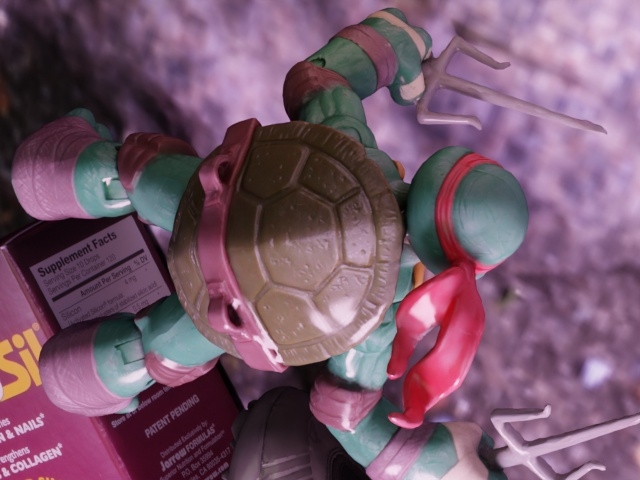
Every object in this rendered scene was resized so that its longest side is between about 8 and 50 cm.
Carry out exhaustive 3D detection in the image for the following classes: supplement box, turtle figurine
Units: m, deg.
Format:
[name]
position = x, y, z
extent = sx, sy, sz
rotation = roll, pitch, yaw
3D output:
[supplement box]
position = -0.097, 0.086, 0.664
extent = 0.104, 0.081, 0.188
rotation = -24, 96, 35
[turtle figurine]
position = 0.000, 0.000, 0.530
extent = 0.234, 0.118, 0.175
rotation = -5, 75, 36

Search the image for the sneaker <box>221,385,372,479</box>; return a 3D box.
[sneaker]
position = 0.040, 0.159, 0.622
extent = 0.106, 0.078, 0.234
rotation = -12, 104, 26
